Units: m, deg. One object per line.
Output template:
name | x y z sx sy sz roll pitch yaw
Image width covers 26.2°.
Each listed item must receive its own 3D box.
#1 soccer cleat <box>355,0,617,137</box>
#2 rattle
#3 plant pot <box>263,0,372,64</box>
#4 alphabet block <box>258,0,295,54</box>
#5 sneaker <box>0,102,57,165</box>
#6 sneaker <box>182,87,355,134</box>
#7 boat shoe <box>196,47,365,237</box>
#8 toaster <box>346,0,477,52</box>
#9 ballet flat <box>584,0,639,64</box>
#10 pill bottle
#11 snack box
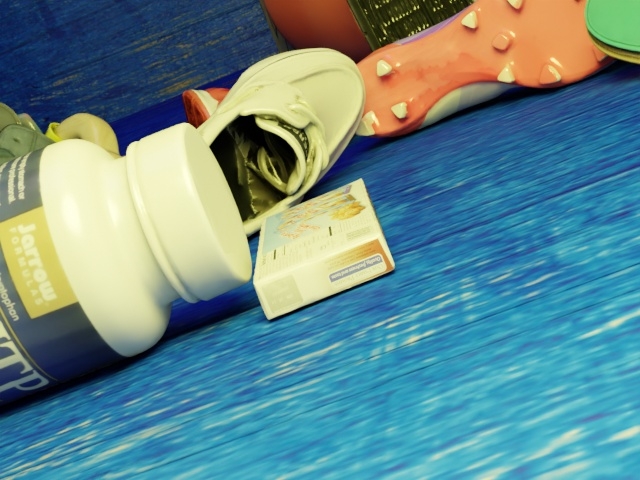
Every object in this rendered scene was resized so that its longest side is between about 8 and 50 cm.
soccer cleat | 0.126 -0.138 1.015 0.248 0.083 0.095 -19 6 32
rattle | -0.174 -0.028 1.215 0.199 0.143 0.130 16 69 50
plant pot | 0.087 -0.279 1.366 0.275 0.275 0.243 -24 19 -6
alphabet block | 0.042 -0.279 1.603 0.193 0.192 0.197 -22 9 -7
sneaker | -0.230 -0.013 0.916 0.131 0.148 0.350 -22 10 0
sneaker | -0.039 -0.101 1.213 0.128 0.087 0.221 -17 20 -16
boat shoe | -0.040 -0.058 0.904 0.088 0.096 0.267 -7 19 44
toaster | 0.121 -0.206 1.137 0.168 0.186 0.110 -25 4 32
ballet flat | 0.271 -0.149 0.825 0.232 0.080 0.073 -9 -11 44
pill bottle | -0.135 0.014 0.674 0.186 0.112 0.112 -21 10 8
snack box | 0.000 0.000 0.713 0.064 0.022 0.178 -23 10 3
